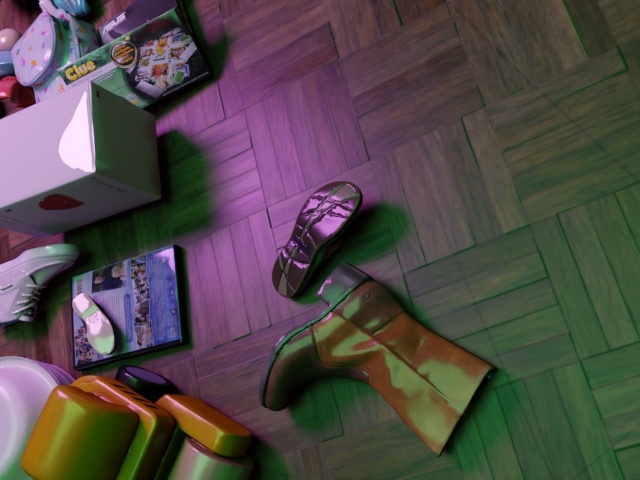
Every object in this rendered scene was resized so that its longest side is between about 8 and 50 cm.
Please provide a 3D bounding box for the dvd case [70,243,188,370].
[{"bbox_3d":[-0.352,0.124,1.368,0.253,0.022,0.181,-16,71,23],"label":"dvd case"}]

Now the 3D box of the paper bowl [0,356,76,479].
[{"bbox_3d":[-0.558,0.345,1.323,0.284,0.148,0.284,-6,69,16],"label":"paper bowl"}]

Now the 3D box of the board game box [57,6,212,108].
[{"bbox_3d":[-0.346,-0.316,1.409,0.259,0.030,0.136,-23,111,12],"label":"board game box"}]

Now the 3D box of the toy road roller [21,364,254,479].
[{"bbox_3d":[-0.292,0.329,1.153,0.329,0.240,0.203,22,88,31],"label":"toy road roller"}]

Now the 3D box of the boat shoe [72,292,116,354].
[{"bbox_3d":[-0.398,0.152,1.349,0.049,0.042,0.133,-36,62,-7],"label":"boat shoe"}]

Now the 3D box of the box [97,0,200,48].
[{"bbox_3d":[-0.338,-0.390,1.482,0.190,0.045,0.184,-28,68,18],"label":"box"}]

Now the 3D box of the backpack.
[{"bbox_3d":[-0.517,-0.348,1.508,0.165,0.144,0.188,-35,72,25],"label":"backpack"}]

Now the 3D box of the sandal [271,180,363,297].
[{"bbox_3d":[0.000,0.000,1.196,0.090,0.060,0.219,43,113,36],"label":"sandal"}]

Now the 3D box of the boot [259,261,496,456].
[{"bbox_3d":[0.073,0.211,1.100,0.280,0.096,0.264,38,88,23],"label":"boot"}]

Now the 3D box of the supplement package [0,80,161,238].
[{"bbox_3d":[-0.461,-0.135,1.363,0.292,0.177,0.175,-16,71,24],"label":"supplement package"}]

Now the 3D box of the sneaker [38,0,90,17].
[{"bbox_3d":[-0.538,-0.583,1.625,0.109,0.107,0.275,-6,68,-2],"label":"sneaker"}]

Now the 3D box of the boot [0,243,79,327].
[{"bbox_3d":[-0.554,0.094,1.454,0.258,0.095,0.124,-20,74,32],"label":"boot"}]

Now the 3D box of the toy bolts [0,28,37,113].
[{"bbox_3d":[-0.722,-0.362,1.590,0.228,0.218,0.159,-5,88,20],"label":"toy bolts"}]
